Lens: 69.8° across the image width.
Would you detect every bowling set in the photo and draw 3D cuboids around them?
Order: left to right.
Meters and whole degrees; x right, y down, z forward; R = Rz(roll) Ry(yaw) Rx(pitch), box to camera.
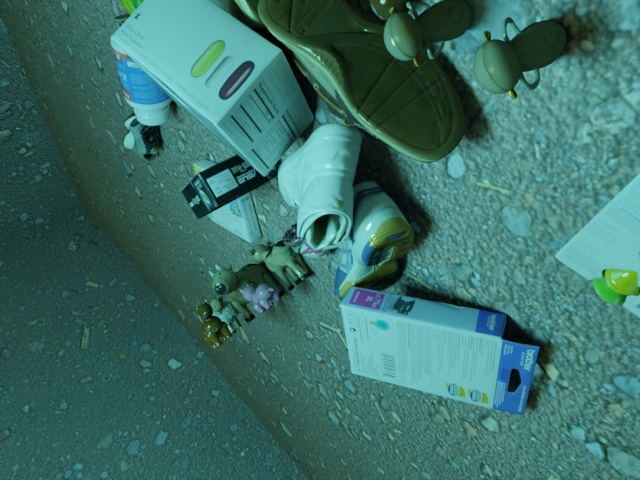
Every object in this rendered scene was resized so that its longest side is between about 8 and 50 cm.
[{"bbox_3d":[0.099,-0.259,0.472,0.199,0.154,0.287,-12,108,58],"label":"bowling set"}]

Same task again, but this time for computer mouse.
[{"bbox_3d":[-0.139,-0.361,0.839,0.242,0.041,0.071,29,142,40],"label":"computer mouse"}]

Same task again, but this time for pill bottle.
[{"bbox_3d":[-0.437,-0.405,1.150,0.124,0.124,0.222,41,147,25],"label":"pill bottle"}]

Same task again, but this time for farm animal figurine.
[{"bbox_3d":[-0.193,0.112,1.210,0.172,0.330,0.327,52,179,2],"label":"farm animal figurine"}]

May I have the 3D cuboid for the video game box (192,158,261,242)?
[{"bbox_3d":[-0.254,-0.110,1.245,0.205,0.048,0.187,27,141,41],"label":"video game box"}]

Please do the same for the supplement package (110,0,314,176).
[{"bbox_3d":[-0.169,-0.270,0.772,0.262,0.145,0.204,40,178,19],"label":"supplement package"}]

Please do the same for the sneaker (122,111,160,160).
[{"bbox_3d":[-0.535,-0.331,1.412,0.108,0.100,0.271,44,155,-7],"label":"sneaker"}]

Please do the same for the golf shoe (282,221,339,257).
[{"bbox_3d":[0.000,0.000,0.974,0.086,0.068,0.186,40,159,-28],"label":"golf shoe"}]

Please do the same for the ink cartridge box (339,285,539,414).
[{"bbox_3d":[0.195,0.187,0.785,0.310,0.065,0.186,10,130,25],"label":"ink cartridge box"}]

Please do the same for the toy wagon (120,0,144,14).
[{"bbox_3d":[-0.388,-0.589,0.914,0.267,0.068,0.344,50,162,11],"label":"toy wagon"}]

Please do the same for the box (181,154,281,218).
[{"bbox_3d":[-0.191,-0.130,0.997,0.147,0.180,0.078,-15,106,59],"label":"box"}]

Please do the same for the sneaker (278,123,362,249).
[{"bbox_3d":[-0.019,-0.063,0.794,0.292,0.108,0.169,142,135,-70],"label":"sneaker"}]

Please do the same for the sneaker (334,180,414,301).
[{"bbox_3d":[0.081,0.009,0.840,0.296,0.111,0.131,111,141,-55],"label":"sneaker"}]

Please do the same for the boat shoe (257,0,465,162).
[{"bbox_3d":[0.055,-0.225,0.638,0.342,0.123,0.123,42,178,15],"label":"boat shoe"}]

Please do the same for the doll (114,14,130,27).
[{"bbox_3d":[-0.495,-0.492,1.228,0.129,0.046,0.189,39,146,30],"label":"doll"}]

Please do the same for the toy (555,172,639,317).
[{"bbox_3d":[0.352,-0.010,0.441,0.137,0.056,0.237,41,152,19],"label":"toy"}]

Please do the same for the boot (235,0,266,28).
[{"bbox_3d":[-0.163,-0.435,0.746,0.203,0.095,0.262,-16,104,59],"label":"boot"}]
